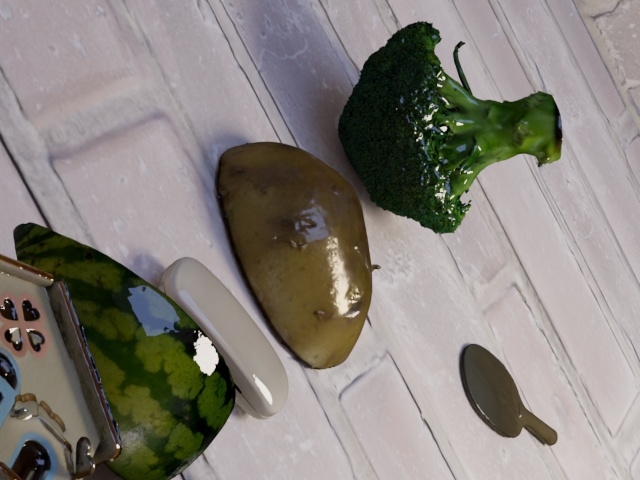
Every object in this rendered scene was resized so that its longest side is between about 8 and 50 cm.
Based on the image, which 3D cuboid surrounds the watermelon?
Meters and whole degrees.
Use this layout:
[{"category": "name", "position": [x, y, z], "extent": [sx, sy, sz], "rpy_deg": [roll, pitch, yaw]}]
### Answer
[{"category": "watermelon", "position": [-0.156, 0.112, 1.347], "extent": [0.303, 0.128, 0.159], "rpy_deg": [56, 14, -40]}]

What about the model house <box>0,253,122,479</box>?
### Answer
[{"category": "model house", "position": [-0.274, 0.128, 1.173], "extent": [0.326, 0.169, 0.244], "rpy_deg": [51, 29, -22]}]

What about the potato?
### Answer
[{"category": "potato", "position": [0.000, 0.000, 1.792], "extent": [0.239, 0.116, 0.299], "rpy_deg": [-7, 75, -65]}]

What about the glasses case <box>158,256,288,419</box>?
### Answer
[{"category": "glasses case", "position": [-0.103, 0.106, 1.590], "extent": [0.204, 0.051, 0.081], "rpy_deg": [54, 29, -19]}]

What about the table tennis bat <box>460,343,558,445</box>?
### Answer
[{"category": "table tennis bat", "position": [0.274, 0.238, 2.150], "extent": [0.234, 0.022, 0.131], "rpy_deg": [39, 36, -34]}]

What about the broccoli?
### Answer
[{"category": "broccoli", "position": [0.171, -0.156, 2.026], "extent": [0.297, 0.297, 0.298], "rpy_deg": [175, -90, -88]}]
